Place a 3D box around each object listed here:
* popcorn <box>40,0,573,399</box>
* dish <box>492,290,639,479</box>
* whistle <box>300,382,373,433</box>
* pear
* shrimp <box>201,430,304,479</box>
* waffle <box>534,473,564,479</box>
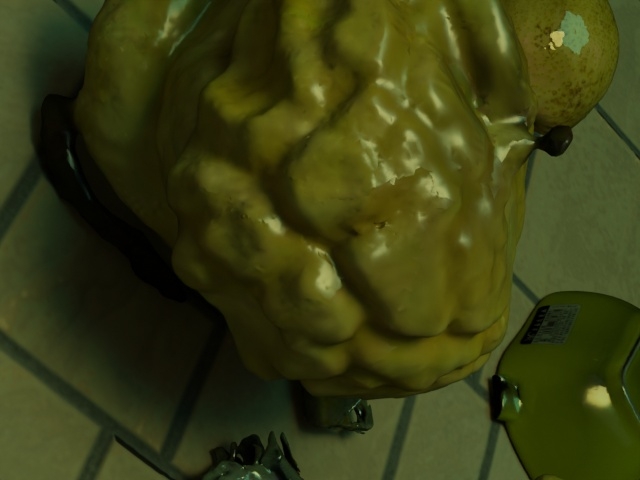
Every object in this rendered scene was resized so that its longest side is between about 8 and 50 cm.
[{"bbox_3d":[-0.015,-0.059,0.932,0.349,0.381,0.349,1,90,-76],"label":"popcorn"},{"bbox_3d":[0.290,0.153,1.310,0.262,0.108,0.221,-31,93,-50],"label":"dish"},{"bbox_3d":[0.001,0.000,1.116,0.068,0.057,0.326,14,61,-51],"label":"whistle"},{"bbox_3d":[0.219,-0.190,1.369,0.178,0.178,0.178,24,54,-38],"label":"pear"},{"bbox_3d":[-0.066,0.285,0.907,0.185,0.068,0.287,50,52,-11],"label":"shrimp"},{"bbox_3d":[0.226,0.321,0.981,0.309,0.283,0.065,37,44,26],"label":"waffle"}]
